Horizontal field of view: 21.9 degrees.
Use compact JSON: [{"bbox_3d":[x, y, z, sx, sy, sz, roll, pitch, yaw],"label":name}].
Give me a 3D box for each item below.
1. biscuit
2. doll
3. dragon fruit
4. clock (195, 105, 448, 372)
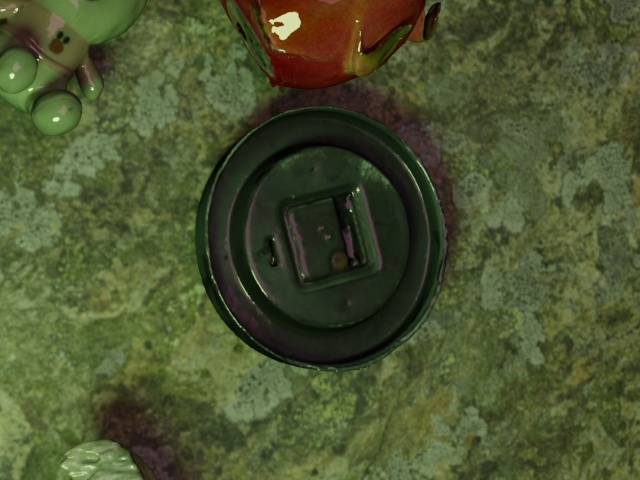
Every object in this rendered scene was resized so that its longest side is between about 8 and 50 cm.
[{"bbox_3d":[-0.153,0.323,1.574,0.084,0.179,0.281,-23,78,5],"label":"biscuit"},{"bbox_3d":[-0.252,-0.233,1.621,0.155,0.113,0.275,32,66,-27],"label":"doll"},{"bbox_3d":[0.008,-0.266,1.681,0.227,0.224,0.224,-36,99,-17],"label":"dragon fruit"},{"bbox_3d":[0.000,0.000,1.733,0.280,0.055,0.281,2,85,-23],"label":"clock"}]
